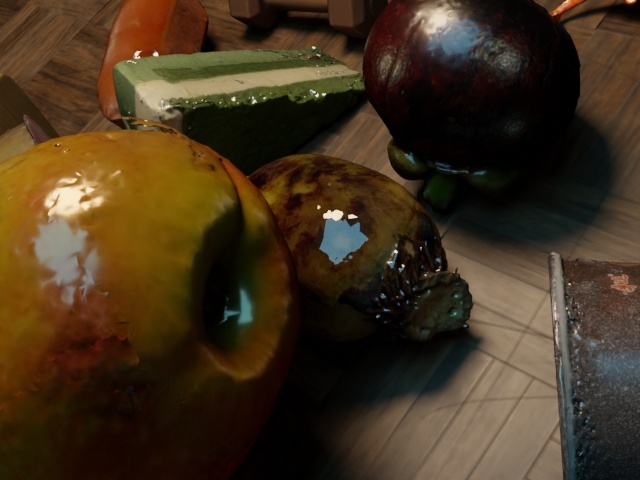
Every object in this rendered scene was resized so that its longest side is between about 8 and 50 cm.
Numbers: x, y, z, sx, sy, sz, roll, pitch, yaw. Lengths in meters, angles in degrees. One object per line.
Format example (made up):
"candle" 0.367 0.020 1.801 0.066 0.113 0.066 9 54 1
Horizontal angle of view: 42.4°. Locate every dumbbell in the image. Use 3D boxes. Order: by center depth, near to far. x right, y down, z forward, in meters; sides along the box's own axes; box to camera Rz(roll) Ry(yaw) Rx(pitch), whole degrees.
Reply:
"dumbbell" -0.019 -0.321 1.094 0.231 0.082 0.092 16 65 34

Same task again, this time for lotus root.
"lotus root" 0.000 0.000 0.800 0.314 0.141 0.169 27 66 39

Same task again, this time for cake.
"cake" -0.101 -0.178 0.970 0.283 0.172 0.158 -36 50 -5

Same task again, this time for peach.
"peach" -0.193 0.079 0.675 0.372 0.290 0.373 -5 83 41

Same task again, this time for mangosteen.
"mangosteen" 0.137 -0.152 0.818 0.216 0.216 0.216 -13 51 17

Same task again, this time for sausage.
"sausage" -0.227 -0.248 1.114 0.133 0.133 0.258 -9 56 20

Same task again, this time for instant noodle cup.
"instant noodle cup" 0.264 0.108 0.554 0.207 0.217 0.217 -4 53 15

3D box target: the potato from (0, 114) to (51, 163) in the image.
"potato" -0.356 0.024 0.925 0.266 0.229 0.229 -39 48 0

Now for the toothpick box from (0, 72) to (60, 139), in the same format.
"toothpick box" -0.543 -0.123 1.142 0.308 0.187 0.190 -1 54 21

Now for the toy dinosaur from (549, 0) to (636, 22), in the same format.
"toy dinosaur" 0.378 -0.304 0.901 0.288 0.070 0.117 -36 48 3
